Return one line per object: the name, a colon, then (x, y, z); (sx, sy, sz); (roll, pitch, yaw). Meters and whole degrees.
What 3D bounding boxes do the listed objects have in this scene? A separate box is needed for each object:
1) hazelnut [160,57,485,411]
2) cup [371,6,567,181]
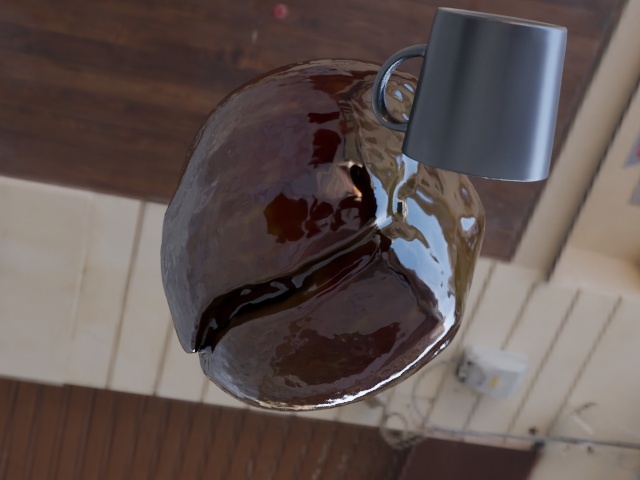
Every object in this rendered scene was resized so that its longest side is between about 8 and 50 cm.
hazelnut: (0.000, 0.000, 0.727); (0.218, 0.218, 0.234); (117, -22, -55)
cup: (0.075, -0.079, 0.562); (0.078, 0.100, 0.077); (-26, 127, -65)
